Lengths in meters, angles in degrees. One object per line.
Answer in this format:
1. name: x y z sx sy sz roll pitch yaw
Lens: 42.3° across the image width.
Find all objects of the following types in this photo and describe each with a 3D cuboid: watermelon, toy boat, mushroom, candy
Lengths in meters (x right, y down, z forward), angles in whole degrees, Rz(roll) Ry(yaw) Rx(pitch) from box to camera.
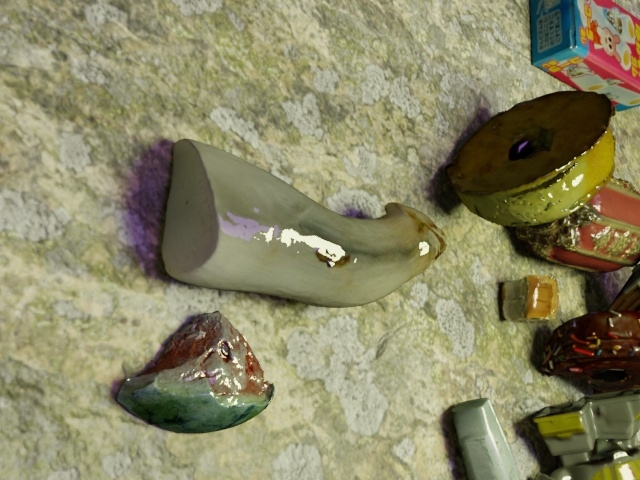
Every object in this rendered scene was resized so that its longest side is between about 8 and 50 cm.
1. watermelon: -0.127 0.143 0.929 0.187 0.071 0.139 14 67 -38
2. toy boat: 0.259 0.357 1.209 0.085 0.078 0.261 -16 88 -65
3. mushroom: 0.001 0.000 1.036 0.397 0.126 0.177 17 61 -34
4. candy: 0.535 -0.374 1.602 0.306 0.100 0.157 13 70 -37

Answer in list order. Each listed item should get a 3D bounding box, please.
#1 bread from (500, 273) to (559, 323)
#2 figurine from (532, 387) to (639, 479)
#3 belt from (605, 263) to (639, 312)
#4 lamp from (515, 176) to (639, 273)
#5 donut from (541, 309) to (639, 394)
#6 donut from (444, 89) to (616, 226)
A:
1. bread: 0.341 0.097 1.337 0.083 0.076 0.070 9 71 -40
2. figurine: 0.459 0.391 1.306 0.167 0.342 0.285 45 34 -82
3. belt: 0.627 0.116 1.422 0.217 0.339 0.122 41 48 14
4. lamp: 0.452 -0.036 1.408 0.274 0.177 0.177 13 72 -41
5. donut: 0.486 0.181 1.364 0.230 0.216 0.096 18 58 -21
6. donut: 0.329 -0.116 1.267 0.272 0.272 0.107 -50 123 -36
